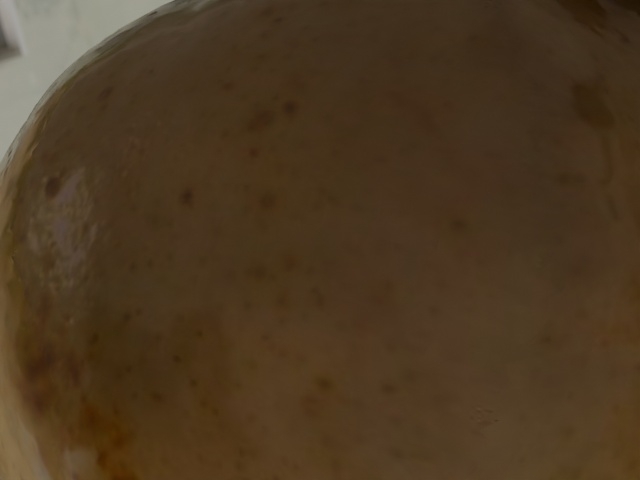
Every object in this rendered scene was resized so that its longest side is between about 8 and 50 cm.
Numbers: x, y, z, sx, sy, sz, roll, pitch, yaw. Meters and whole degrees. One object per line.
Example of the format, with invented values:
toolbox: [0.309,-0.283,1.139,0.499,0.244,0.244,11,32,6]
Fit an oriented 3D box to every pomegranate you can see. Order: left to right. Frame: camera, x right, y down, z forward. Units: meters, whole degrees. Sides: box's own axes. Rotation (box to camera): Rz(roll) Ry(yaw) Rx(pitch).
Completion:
pomegranate: [0.025,0.031,0.408,0.207,0.207,0.207,-9,-150,5]
